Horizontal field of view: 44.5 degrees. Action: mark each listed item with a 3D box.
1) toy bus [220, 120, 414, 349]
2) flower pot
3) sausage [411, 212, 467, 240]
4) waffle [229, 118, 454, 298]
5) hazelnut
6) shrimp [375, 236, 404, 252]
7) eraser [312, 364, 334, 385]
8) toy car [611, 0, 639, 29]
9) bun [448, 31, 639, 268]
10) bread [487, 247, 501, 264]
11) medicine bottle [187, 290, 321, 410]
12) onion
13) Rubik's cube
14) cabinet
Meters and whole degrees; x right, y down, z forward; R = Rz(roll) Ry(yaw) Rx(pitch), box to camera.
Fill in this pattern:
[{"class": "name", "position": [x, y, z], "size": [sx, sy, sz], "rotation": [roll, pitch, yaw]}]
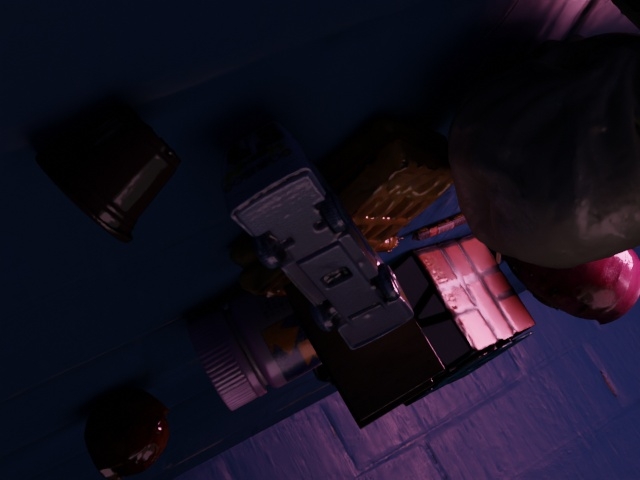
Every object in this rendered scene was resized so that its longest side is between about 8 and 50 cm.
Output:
[{"class": "toy bus", "position": [0.000, 0.000, 0.918], "size": [0.109, 0.136, 0.330], "rotation": [-28, 139, 8]}, {"class": "flower pot", "position": [-0.178, -0.066, 0.688], "size": [0.089, 0.111, 0.111], "rotation": [-45, 164, -3]}, {"class": "sausage", "position": [0.266, -0.034, 1.645], "size": [0.198, 0.025, 0.028], "rotation": [-21, 146, -29]}, {"class": "waffle", "position": [0.042, -0.042, 1.124], "size": [0.327, 0.098, 0.224], "rotation": [-41, 162, 29]}, {"class": "hazelnut", "position": [-0.368, 0.376, 1.531], "size": [0.170, 0.161, 0.202], "rotation": [-33, 158, 3]}, {"class": "shrimp", "position": [0.098, 0.015, 1.469], "size": [0.095, 0.045, 0.162], "rotation": [-38, 164, 25]}, {"class": "eraser", "position": [0.074, 0.254, 1.938], "size": [0.290, 0.171, 0.087], "rotation": [-10, 131, -50]}, {"class": "toy car", "position": [0.429, -0.343, 0.843], "size": [0.101, 0.124, 0.256], "rotation": [-13, 157, -48]}, {"class": "bun", "position": [0.316, -0.138, 0.963], "size": [0.359, 0.211, 0.360], "rotation": [-21, -152, 12]}, {"class": "bread", "position": [0.477, 0.048, 2.187], "size": [0.109, 0.062, 0.043], "rotation": [-43, 158, 28]}, {"class": "medicine bottle", "position": [-0.066, 0.150, 1.349], "size": [0.290, 0.178, 0.178], "rotation": [-29, 164, -7]}, {"class": "onion", "position": [0.652, 0.044, 1.972], "size": [0.345, 0.358, 0.358], "rotation": [-42, 160, 25]}, {"class": "Rubik's cube", "position": [0.284, 0.185, 1.867], "size": [0.283, 0.294, 0.288], "rotation": [-9, 152, -45]}, {"class": "cabinet", "position": [0.067, 0.145, 1.159], "size": [0.148, 0.215, 0.175], "rotation": [-29, 163, -6]}]
